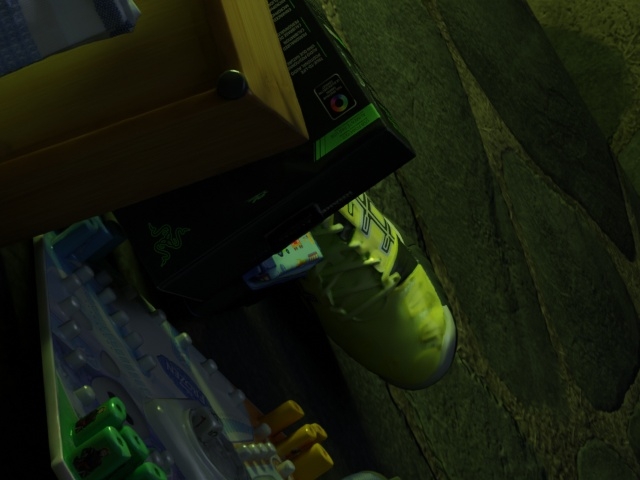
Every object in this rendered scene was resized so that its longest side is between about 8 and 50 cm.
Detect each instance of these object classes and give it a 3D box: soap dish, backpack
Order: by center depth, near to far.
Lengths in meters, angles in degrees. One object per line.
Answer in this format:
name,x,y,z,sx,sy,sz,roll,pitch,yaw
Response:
soap dish,-0.181,-0.143,1.317,0.118,0.291,0.229,55,17,-72
backpack,-0.096,-0.024,1.574,0.173,0.117,0.158,64,24,7

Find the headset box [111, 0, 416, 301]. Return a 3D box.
headset box,-0.088,-0.114,1.437,0.283,0.246,0.131,59,8,14

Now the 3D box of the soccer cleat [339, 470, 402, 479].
soccer cleat,0.071,0.368,1.592,0.121,0.093,0.289,-28,97,-34

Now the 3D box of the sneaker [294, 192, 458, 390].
sneaker,0.000,0.000,1.700,0.384,0.145,0.147,54,17,4

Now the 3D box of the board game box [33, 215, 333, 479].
board game box,-0.086,0.174,1.345,0.390,0.050,0.390,48,11,-31

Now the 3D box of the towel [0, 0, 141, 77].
towel,-0.291,-0.201,1.175,0.034,0.285,0.209,34,-36,64
